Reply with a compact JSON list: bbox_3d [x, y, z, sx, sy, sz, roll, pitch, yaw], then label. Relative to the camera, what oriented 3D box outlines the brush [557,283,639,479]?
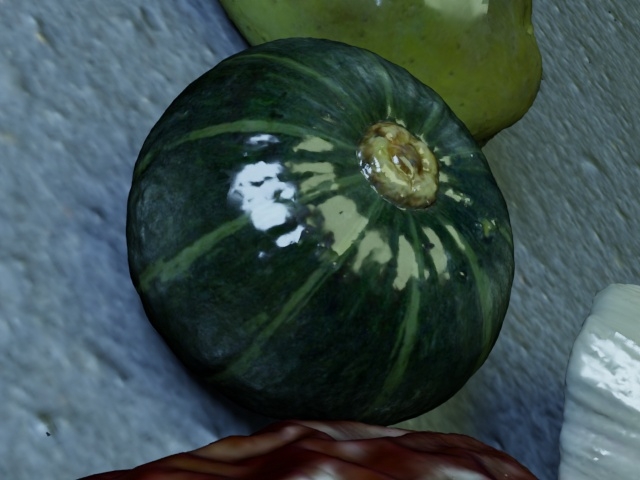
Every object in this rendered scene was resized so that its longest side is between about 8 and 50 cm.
[{"bbox_3d":[0.213,0.154,0.646,0.174,0.166,0.266,0,90,-58],"label":"brush"}]

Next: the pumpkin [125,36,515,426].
[{"bbox_3d":[0.001,-0.001,0.557,0.167,0.125,0.167,31,36,-26],"label":"pumpkin"}]

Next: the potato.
[{"bbox_3d":[0.026,-0.156,0.724,0.169,0.143,0.248,-37,97,-24],"label":"potato"}]

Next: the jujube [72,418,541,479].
[{"bbox_3d":[-0.016,0.130,0.348,0.183,0.183,0.243,55,31,5],"label":"jujube"}]
